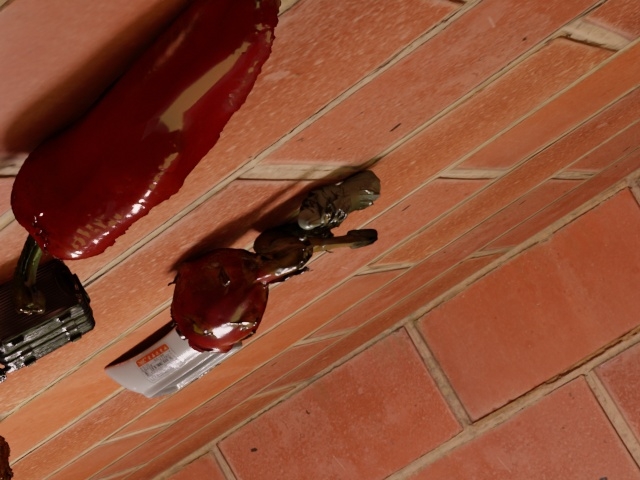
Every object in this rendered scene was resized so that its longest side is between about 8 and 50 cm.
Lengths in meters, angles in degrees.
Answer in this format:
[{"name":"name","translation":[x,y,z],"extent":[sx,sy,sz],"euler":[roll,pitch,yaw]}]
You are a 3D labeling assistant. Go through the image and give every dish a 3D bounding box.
[{"name":"dish","translation":[-0.209,0.173,2.236],"extent":[0.212,0.077,0.151],"euler":[-34,169,24]}]

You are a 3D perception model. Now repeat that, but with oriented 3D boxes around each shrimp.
[{"name":"shrimp","translation":[0.000,0.000,1.946],"extent":[0.150,0.051,0.217],"euler":[-4,-174,21]}]

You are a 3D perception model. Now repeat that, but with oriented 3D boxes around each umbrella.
[{"name":"umbrella","translation":[0.023,-0.047,1.887],"extent":[0.067,0.062,0.143],"euler":[4,-157,42]}]

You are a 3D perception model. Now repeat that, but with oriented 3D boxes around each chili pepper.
[{"name":"chili pepper","translation":[-0.152,-0.081,1.171],"extent":[0.387,0.110,0.110],"euler":[-41,165,27]}]

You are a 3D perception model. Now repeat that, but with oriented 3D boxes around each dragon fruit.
[{"name":"dragon fruit","translation":[-0.099,0.057,1.844],"extent":[0.246,0.125,0.125],"euler":[-27,144,32]}]

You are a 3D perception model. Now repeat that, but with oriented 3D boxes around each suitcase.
[{"name":"suitcase","translation":[-0.305,0.081,1.526],"extent":[0.126,0.086,0.059],"euler":[-28,143,-11]}]

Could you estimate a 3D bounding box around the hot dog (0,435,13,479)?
[{"name":"hot dog","translation":[-0.532,0.375,2.157],"extent":[0.099,0.160,0.227],"euler":[23,132,-40]}]
